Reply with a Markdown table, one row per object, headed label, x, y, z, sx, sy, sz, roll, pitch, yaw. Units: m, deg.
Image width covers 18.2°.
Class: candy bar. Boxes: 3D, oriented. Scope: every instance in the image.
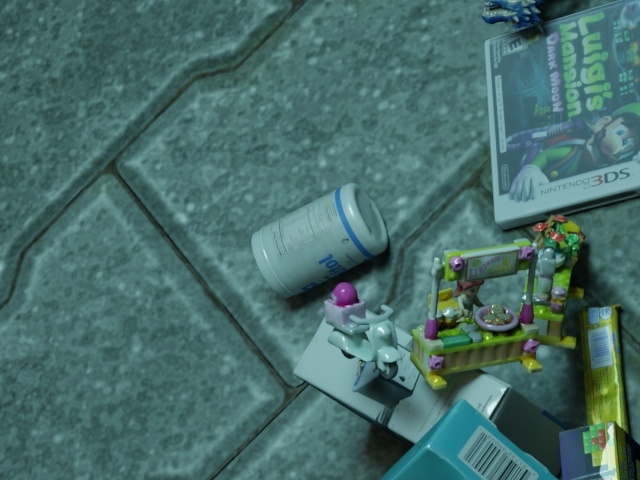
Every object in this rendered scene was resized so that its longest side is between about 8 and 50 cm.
| label | x | y | z | sx | sy | sz | roll | pitch | yaw |
| --- | --- | --- | --- | --- | --- | --- | --- | --- | --- |
| candy bar | 0.232 | 0.122 | 1.624 | 0.040 | 0.018 | 0.161 | -13 | 60 | 22 |

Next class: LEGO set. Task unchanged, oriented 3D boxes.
| label | x | y | z | sx | sy | sz | roll | pitch | yaw |
| --- | --- | --- | --- | --- | --- | --- | --- | --- | --- |
| LEGO set | 0.144 | 0.023 | 1.567 | 0.132 | 0.287 | 0.107 | 28 | 127 | 39 |

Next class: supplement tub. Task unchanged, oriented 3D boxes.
| label | x | y | z | sx | sy | sz | roll | pitch | yaw |
| --- | --- | --- | --- | --- | --- | --- | --- | --- | --- |
| supplement tub | 0.000 | 0.000 | 1.796 | 0.107 | 0.071 | 0.071 | -28 | 55 | 19 |

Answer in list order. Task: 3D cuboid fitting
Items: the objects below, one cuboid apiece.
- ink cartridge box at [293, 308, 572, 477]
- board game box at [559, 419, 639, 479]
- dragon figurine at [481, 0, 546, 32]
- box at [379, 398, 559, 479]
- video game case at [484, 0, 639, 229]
| label | x | y | z | sx | sy | sz | roll | pitch | yaw |
| --- | --- | --- | --- | --- | --- | --- | --- | --- | --- |
| ink cartridge box | 0.094 | 0.133 | 1.626 | 0.190 | 0.139 | 0.082 | 25 | 83 | 38 |
| board game box | 0.229 | 0.239 | 1.488 | 0.048 | 0.141 | 0.170 | -15 | 59 | 25 |
| dragon figurine | 0.268 | -0.279 | 1.753 | 0.289 | 0.144 | 0.085 | -18 | 43 | 2 |
| box | 0.078 | 0.225 | 1.531 | 0.100 | 0.244 | 0.060 | 40 | 48 | 3 |
| video game case | 0.228 | -0.115 | 1.744 | 0.173 | 0.022 | 0.190 | -15 | 60 | 25 |
